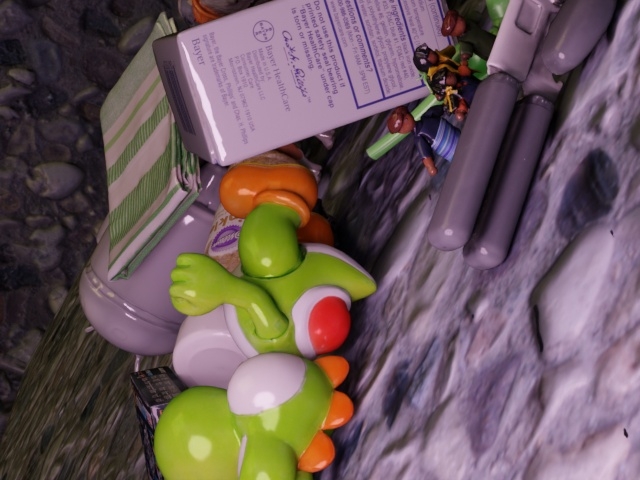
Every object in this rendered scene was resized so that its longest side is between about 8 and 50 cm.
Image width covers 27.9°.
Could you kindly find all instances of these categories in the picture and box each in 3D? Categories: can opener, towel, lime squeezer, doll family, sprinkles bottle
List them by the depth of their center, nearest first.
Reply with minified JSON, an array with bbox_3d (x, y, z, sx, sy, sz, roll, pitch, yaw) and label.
[{"bbox_3d":[0.167,-0.112,1.087,0.280,0.074,0.093,-67,16,-16],"label":"can opener"},{"bbox_3d":[0.127,-0.136,1.191,0.076,0.111,0.193,-50,19,39],"label":"doll family"},{"bbox_3d":[0.146,-0.212,1.301,0.059,0.110,0.310,21,-86,-61],"label":"lime squeezer"},{"bbox_3d":[0.000,0.000,1.503,0.073,0.059,0.186,-36,25,-4],"label":"can opener"},{"bbox_3d":[-0.091,0.035,1.607,0.121,0.121,0.355,-51,18,37],"label":"sprinkles bottle"},{"bbox_3d":[-0.250,-0.130,1.816,0.248,0.038,0.324,-46,43,41],"label":"towel"}]

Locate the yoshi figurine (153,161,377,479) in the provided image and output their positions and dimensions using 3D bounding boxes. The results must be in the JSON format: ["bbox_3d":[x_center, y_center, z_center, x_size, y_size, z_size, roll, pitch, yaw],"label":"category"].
[{"bbox_3d":[-0.080,0.109,1.278,0.203,0.204,0.362,-48,30,45],"label":"yoshi figurine"}]

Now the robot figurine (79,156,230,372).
[{"bbox_3d":[-0.232,0.027,1.942,0.300,0.200,0.353,41,105,40],"label":"robot figurine"}]

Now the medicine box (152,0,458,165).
[{"bbox_3d":[-0.023,-0.203,1.456,0.289,0.149,0.263,-19,11,-10],"label":"medicine box"}]

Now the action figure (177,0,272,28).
[{"bbox_3d":[-0.086,-0.268,1.837,0.178,0.341,0.330,-59,-20,-22],"label":"action figure"}]

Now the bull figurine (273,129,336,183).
[{"bbox_3d":[-0.047,-0.186,1.714,0.310,0.188,0.101,-50,18,38],"label":"bull figurine"}]

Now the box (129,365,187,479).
[{"bbox_3d":[-0.165,0.245,1.446,0.220,0.051,0.175,-168,68,-75],"label":"box"}]
